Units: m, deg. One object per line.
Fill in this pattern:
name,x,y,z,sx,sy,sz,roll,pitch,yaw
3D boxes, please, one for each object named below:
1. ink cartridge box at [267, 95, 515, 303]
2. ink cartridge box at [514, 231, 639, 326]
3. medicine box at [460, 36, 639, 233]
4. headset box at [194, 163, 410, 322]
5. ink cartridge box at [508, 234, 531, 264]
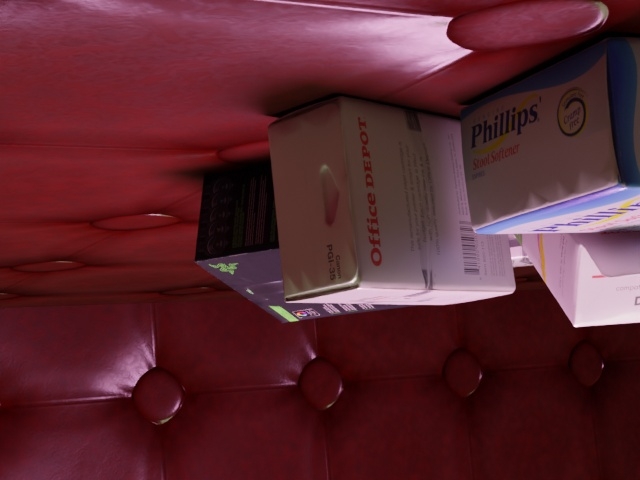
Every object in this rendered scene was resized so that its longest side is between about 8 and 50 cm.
ink cartridge box,0.083,-0.036,1.338,0.117,0.207,0.283,-14,167,42
ink cartridge box,0.387,0.005,1.511,0.207,0.119,0.353,-4,-154,-6
medicine box,0.338,-0.100,1.248,0.289,0.149,0.263,-2,172,-25
headset box,0.000,0.000,1.600,0.283,0.131,0.246,-8,154,25
ink cartridge box,0.382,-0.004,2.175,0.218,0.092,0.158,-4,172,7
